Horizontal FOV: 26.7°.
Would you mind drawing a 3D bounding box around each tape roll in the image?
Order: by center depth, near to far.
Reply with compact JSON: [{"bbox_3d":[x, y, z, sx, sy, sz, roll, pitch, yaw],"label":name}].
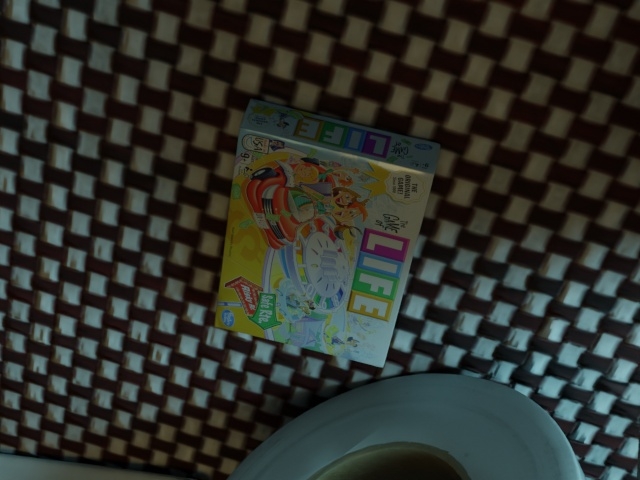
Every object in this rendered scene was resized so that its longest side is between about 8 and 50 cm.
[{"bbox_3d":[0.059,0.221,0.783,0.246,0.246,0.169,-12,127,25],"label":"tape roll"}]

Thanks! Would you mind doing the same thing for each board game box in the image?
[{"bbox_3d":[0.000,0.000,0.743,0.103,0.026,0.154,13,134,3],"label":"board game box"}]

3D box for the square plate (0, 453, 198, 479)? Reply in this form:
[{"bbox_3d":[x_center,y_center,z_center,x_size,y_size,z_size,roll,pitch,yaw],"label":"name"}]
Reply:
[{"bbox_3d":[-0.233,0.291,1.064,0.344,0.049,0.347,4,133,11],"label":"square plate"}]

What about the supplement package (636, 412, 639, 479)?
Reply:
[{"bbox_3d":[0.221,0.010,0.527,0.145,0.262,0.204,13,135,5],"label":"supplement package"}]
